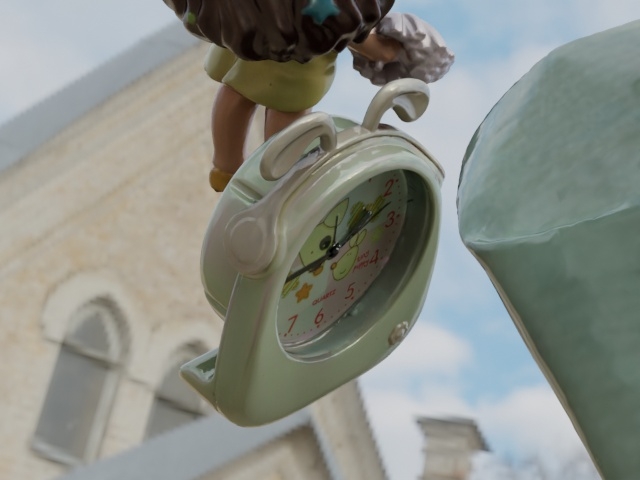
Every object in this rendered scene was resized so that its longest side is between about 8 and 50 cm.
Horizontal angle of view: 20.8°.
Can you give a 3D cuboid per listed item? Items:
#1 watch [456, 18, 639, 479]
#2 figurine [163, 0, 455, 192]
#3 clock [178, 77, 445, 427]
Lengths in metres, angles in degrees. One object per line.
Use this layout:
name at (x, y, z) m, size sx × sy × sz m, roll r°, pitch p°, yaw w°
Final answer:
watch at (0.135, 0.060, 0.466) m, size 0.162 × 0.241 × 0.253 m, roll -33°, pitch -38°, yaw 11°
figurine at (-0.023, -0.131, 0.961) m, size 0.175 × 0.116 × 0.240 m, roll 24°, pitch -44°, yaw 25°
clock at (0.000, 0.000, 0.938) m, size 0.062 × 0.151 × 0.191 m, roll 36°, pitch -47°, yaw 31°
